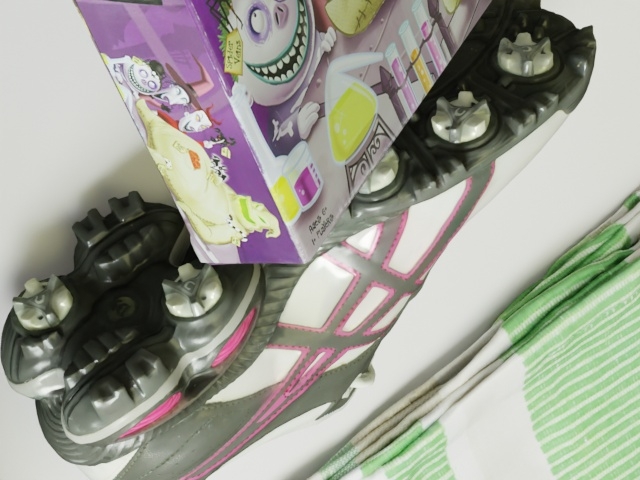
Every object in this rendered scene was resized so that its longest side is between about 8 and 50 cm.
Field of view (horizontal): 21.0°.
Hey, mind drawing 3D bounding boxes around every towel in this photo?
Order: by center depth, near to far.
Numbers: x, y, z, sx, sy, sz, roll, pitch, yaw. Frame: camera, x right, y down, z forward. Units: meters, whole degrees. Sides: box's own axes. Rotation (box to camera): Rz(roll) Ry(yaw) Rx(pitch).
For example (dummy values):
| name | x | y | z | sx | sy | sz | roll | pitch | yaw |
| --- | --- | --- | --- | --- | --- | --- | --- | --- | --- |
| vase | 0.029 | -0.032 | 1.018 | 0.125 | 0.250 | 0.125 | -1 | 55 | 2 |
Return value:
| name | x | y | z | sx | sy | sz | roll | pitch | yaw |
| --- | --- | --- | --- | --- | --- | --- | --- | --- | --- |
| towel | 0.097 | 0.156 | 0.853 | 0.325 | 0.038 | 0.248 | -39 | 125 | -15 |

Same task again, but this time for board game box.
| name | x | y | z | sx | sy | sz | roll | pitch | yaw |
| --- | --- | --- | --- | --- | --- | --- | --- | --- | --- |
| board game box | 0.020 | -0.179 | 0.576 | 0.347 | 0.056 | 0.208 | -55 | 129 | -39 |

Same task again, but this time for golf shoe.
| name | x | y | z | sx | sy | sz | roll | pitch | yaw |
| --- | --- | --- | --- | --- | --- | --- | --- | --- | --- |
| golf shoe | 0.000 | 0.000 | 0.708 | 0.273 | 0.105 | 0.120 | -36 | 139 | -10 |
